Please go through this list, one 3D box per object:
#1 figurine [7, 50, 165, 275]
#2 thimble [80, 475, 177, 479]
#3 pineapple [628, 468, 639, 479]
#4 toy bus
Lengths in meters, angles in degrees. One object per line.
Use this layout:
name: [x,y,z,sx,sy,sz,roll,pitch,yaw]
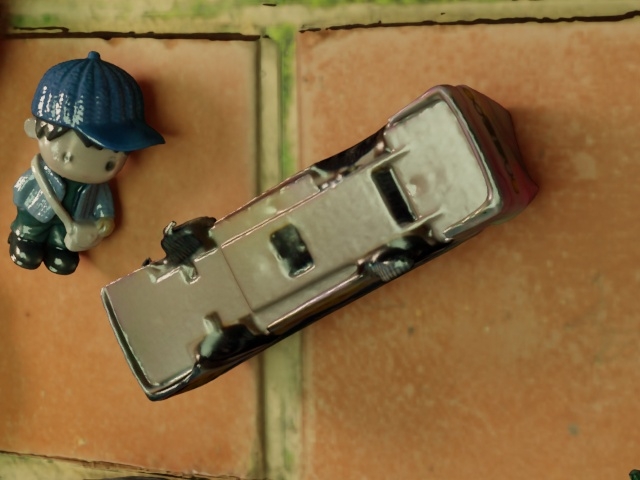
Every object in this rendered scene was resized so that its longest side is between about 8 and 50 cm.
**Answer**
figurine: [-0.161,-0.050,1.097,0.087,0.086,0.149,-107,36,-50]
thimble: [-0.151,0.262,1.068,0.236,0.172,0.205,-40,74,24]
pineapple: [0.259,0.146,0.856,0.221,0.083,0.103,-13,73,42]
toy bus: [0.000,0.001,0.985,0.274,0.112,0.090,-29,82,28]
